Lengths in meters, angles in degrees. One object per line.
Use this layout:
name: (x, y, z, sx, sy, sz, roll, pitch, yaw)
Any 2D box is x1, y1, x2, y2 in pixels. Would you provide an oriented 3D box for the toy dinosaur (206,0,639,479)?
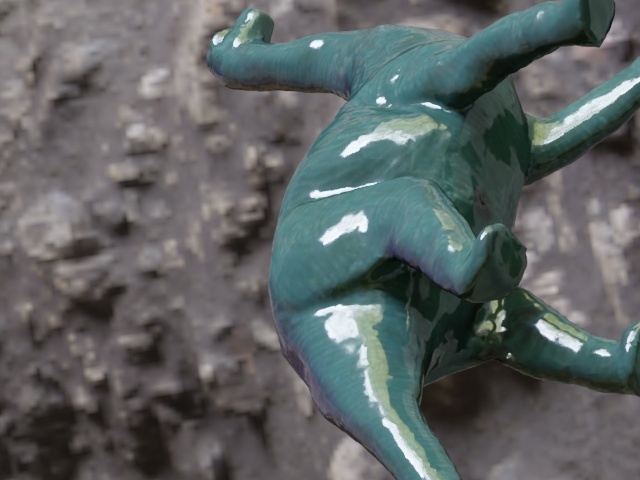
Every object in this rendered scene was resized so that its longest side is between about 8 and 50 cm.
toy dinosaur: (0.000, 0.000, 0.783, 0.331, 0.383, 0.129, -11, 132, 42)
